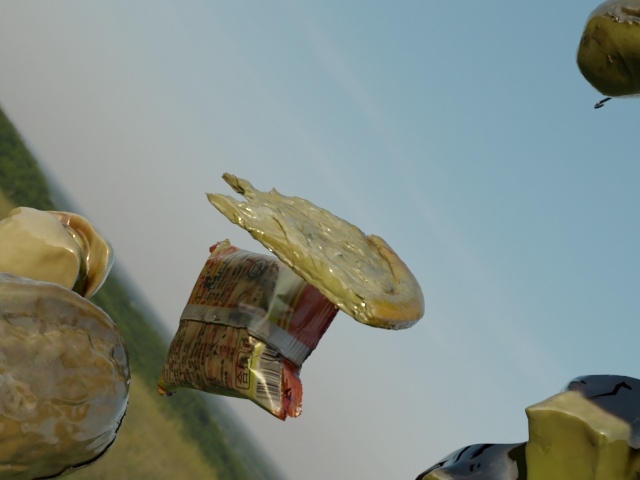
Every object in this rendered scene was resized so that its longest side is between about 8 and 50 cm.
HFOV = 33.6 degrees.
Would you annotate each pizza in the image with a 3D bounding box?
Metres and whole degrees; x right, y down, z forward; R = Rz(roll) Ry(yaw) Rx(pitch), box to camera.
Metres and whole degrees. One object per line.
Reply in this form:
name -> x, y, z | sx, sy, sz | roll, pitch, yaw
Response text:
pizza -> 0.000, 0.000, 1.070 | 0.262, 0.034, 0.181 | 35, 20, 14

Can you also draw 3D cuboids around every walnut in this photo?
walnut -> -0.279, 0.121, 0.933 | 0.245, 0.198, 0.198 | 9, 22, -37

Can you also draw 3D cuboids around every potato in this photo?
potato -> 0.406, -0.242, 1.252 | 0.200, 0.154, 0.137 | -20, -78, 34

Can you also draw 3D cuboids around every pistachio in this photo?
pistachio -> -0.463, 0.050, 1.709 | 0.318, 0.214, 0.193 | -9, -12, 43

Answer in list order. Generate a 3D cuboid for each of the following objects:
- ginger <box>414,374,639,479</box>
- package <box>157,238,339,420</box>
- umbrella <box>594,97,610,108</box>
ginger -> 0.225, 0.295, 0.691 | 0.413, 0.358, 0.211 | 48, 31, 12
package -> -0.091, 0.097, 1.296 | 0.288, 0.223, 0.108 | 4, -26, 44
umbrella -> 0.621, -0.310, 1.936 | 0.044, 0.269, 0.044 | 57, 26, -13
